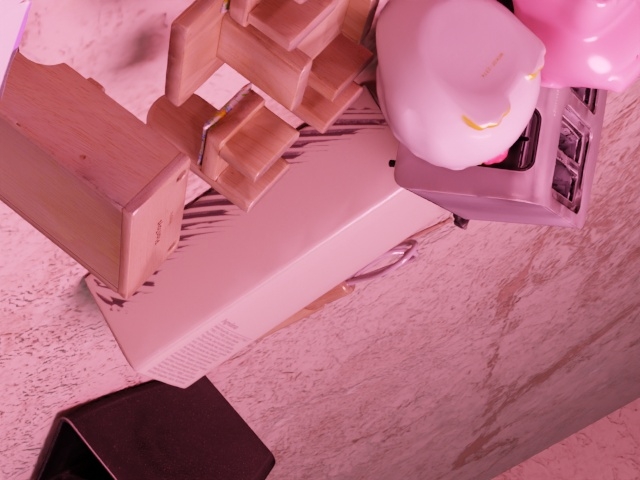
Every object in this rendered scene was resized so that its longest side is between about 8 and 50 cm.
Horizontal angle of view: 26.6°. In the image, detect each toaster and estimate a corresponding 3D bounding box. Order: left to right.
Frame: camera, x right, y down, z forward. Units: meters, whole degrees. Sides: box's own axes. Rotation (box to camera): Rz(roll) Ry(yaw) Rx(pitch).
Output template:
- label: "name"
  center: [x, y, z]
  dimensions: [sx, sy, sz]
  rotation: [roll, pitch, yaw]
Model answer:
- label: "toaster"
  center: [0.137, -0.097, 0.986]
  dimensions: [0.110, 0.168, 0.186]
  rotation: [9, 175, 24]

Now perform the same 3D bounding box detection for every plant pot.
- label: "plant pot"
  center: [-0.159, 0.246, 1.385]
  dimensions: [0.167, 0.187, 0.188]
  rotation: [-32, 164, -37]

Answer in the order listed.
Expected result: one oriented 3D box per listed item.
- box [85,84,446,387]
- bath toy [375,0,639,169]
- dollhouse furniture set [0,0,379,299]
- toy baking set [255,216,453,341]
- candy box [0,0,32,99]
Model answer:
- label: "box"
  center: [-0.040, 0.002, 1.084]
  dimensions: [0.275, 0.094, 0.113]
  rotation: [-34, 160, 5]
- label: "bath toy"
  center: [0.164, -0.159, 0.837]
  dimensions: [0.348, 0.151, 0.129]
  rotation: [-41, -177, -20]
- label: "dollhouse furniture set"
  center: [-0.085, -0.117, 0.736]
  dimensions: [0.242, 0.161, 0.212]
  rotation: [-48, 169, -27]
- label: "toy baking set"
  center: [0.003, 0.051, 1.279]
  dimensions: [0.256, 0.030, 0.197]
  rotation: [-25, 179, -24]
- label: "candy box"
  center: [-0.187, -0.097, 0.468]
  dimensions: [0.070, 0.196, 0.165]
  rotation: [-17, 155, -35]
